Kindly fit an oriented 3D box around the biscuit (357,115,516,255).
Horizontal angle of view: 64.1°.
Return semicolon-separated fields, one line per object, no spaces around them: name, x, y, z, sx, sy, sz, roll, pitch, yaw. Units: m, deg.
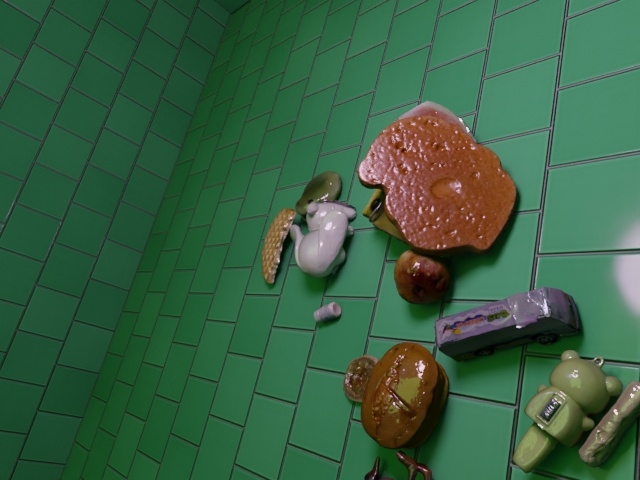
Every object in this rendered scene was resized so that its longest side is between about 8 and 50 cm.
biscuit;0.330;-0.154;1.420;0.350;0.078;0.455;-34;72;0

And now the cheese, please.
cheese;0.576;0.359;0.999;0.194;0.065;0.043;-56;44;6

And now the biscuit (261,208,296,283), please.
biscuit;-0.187;0.008;2.076;0.204;0.040;0.308;33;106;66

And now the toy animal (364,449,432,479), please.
toy animal;0.201;0.624;1.228;0.185;0.122;0.298;-58;31;-2

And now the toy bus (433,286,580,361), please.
toy bus;0.429;0.197;1.212;0.317;0.138;0.112;-29;50;38

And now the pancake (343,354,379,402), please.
pancake;0.125;0.413;1.525;0.152;0.025;0.151;-26;51;36

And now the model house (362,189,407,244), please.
model house;0.248;-0.113;1.616;0.193;0.175;0.234;-60;6;6

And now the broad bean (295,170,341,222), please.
broad bean;-0.005;-0.172;1.983;0.169;0.100;0.227;8;72;44

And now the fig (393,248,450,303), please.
fig;0.284;0.075;1.482;0.159;0.159;0.257;-44;19;22

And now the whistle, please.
whistle;0.498;0.356;1.058;0.288;0.106;0.131;-57;39;5

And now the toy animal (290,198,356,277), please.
toy animal;0.010;-0.017;1.803;0.249;0.174;0.289;-43;40;24

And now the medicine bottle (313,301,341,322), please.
medicine bottle;0.023;0.244;1.724;0.089;0.052;0.052;-29;48;36

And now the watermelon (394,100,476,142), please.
watermelon;0.352;-0.257;1.549;0.305;0.180;0.224;57;133;21

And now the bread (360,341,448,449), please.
bread;0.215;0.401;1.318;0.195;0.143;0.269;18;76;47
